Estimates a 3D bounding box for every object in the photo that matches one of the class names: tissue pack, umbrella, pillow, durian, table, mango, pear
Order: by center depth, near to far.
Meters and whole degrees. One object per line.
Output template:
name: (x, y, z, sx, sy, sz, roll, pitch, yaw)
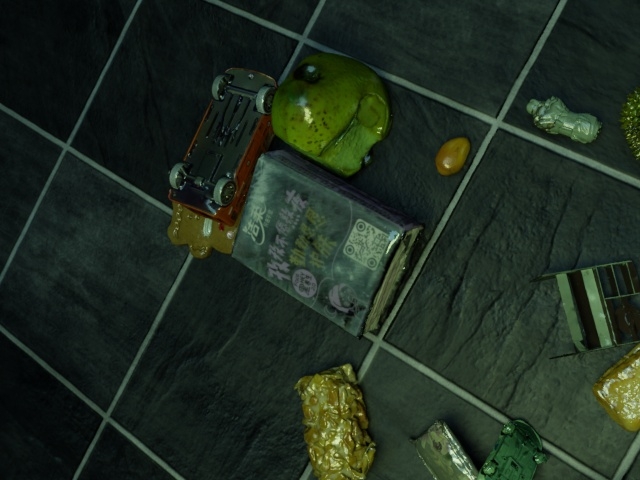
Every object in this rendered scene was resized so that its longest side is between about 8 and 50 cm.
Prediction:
durian: (0.613, -0.191, 1.238, 0.159, 0.146, 0.198, -24, 78, 2)
table: (0.482, 0.123, 1.280, 0.175, 0.062, 0.146, -8, 76, -10)
pillow: (0.265, 0.443, 1.303, 0.059, 0.169, 0.255, -24, 67, -23)
umbrella: (0.456, -0.228, 1.355, 0.143, 0.062, 0.067, 30, 114, 20)
mango: (0.267, -0.171, 1.439, 0.060, 0.046, 0.089, 40, 86, 22)
pear: (0.028, -0.274, 1.448, 0.164, 0.255, 0.238, 33, 91, 26)
tissue pack: (0.000, 0.000, 1.456, 0.361, 0.122, 0.259, 30, 114, 26)

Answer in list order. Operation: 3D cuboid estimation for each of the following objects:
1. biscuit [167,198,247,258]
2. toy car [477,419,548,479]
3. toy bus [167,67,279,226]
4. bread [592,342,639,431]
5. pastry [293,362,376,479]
biscuit: (-0.243, -0.045, 1.648, 0.248, 0.035, 0.184, 9, 86, 24)
toy car: (0.334, 0.394, 1.259, 0.093, 0.186, 0.058, 43, 132, 5)
toy bus: (-0.194, -0.205, 1.574, 0.143, 0.153, 0.329, 19, 81, 23)
bread: (0.566, 0.225, 1.214, 0.211, 0.083, 0.114, -43, 81, 10)
pastry: (0.039, 0.377, 1.419, 0.154, 0.102, 0.250, -21, 72, 18)
